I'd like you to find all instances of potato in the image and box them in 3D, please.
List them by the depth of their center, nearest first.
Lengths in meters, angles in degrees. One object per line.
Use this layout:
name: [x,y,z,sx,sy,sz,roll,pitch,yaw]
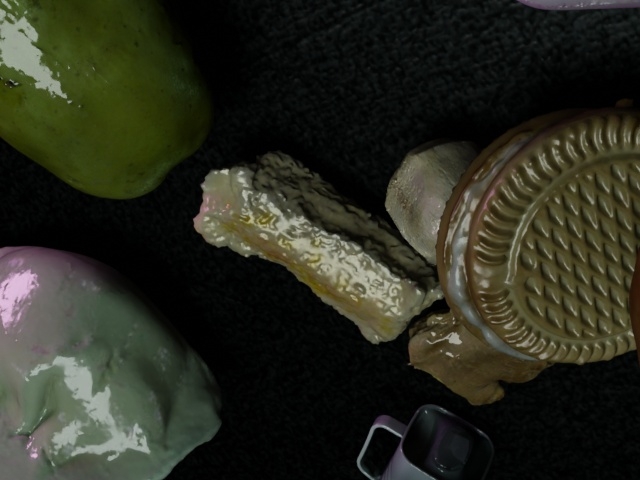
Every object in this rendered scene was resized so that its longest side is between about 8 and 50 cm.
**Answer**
potato: [-0.230,-0.183,1.233,0.216,0.216,0.304,-28,117,37]

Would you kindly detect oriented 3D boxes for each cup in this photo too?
cup: [0.102,0.247,1.443,0.128,0.095,0.129,30,131,4]

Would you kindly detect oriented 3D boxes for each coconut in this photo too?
coconut: [0.122,-0.026,1.223,0.110,0.110,0.124,-57,49,40]

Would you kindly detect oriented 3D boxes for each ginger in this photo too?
ginger: [0.177,0.085,1.309,0.137,0.074,0.213,23,131,-20]

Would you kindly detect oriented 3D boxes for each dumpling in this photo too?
dumpling: [-0.278,0.148,1.495,0.321,0.212,0.270,8,89,37]

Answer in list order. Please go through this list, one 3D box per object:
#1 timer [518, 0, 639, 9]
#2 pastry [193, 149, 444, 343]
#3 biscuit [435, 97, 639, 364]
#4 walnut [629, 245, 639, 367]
timer: [0.211,-0.284,1.040,0.191,0.069,0.208,3,124,24]
pastry: [-0.001,0.005,1.327,0.258,0.089,0.121,33,125,3]
biscuit: [0.227,-0.002,1.155,0.259,0.079,0.259,-6,116,-13]
walnut: [0.440,0.061,1.016,0.398,0.307,0.354,-11,146,18]
